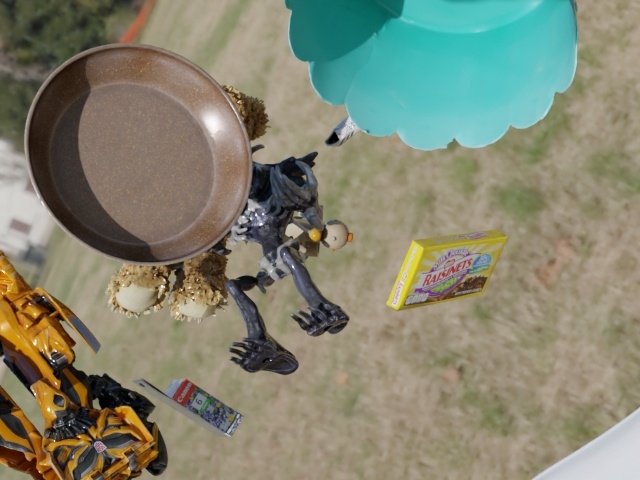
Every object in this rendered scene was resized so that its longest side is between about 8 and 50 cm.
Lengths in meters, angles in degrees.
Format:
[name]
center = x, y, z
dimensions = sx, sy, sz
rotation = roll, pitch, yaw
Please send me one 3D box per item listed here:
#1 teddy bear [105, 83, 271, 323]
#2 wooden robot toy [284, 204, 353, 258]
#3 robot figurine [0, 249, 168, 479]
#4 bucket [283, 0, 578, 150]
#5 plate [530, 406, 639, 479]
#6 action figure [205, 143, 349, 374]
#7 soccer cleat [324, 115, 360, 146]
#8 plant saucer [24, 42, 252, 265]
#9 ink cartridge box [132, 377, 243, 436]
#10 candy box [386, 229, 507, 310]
[teddy bear]
center = -0.181, -0.048, 1.536
dimensions = 0.113, 0.245, 0.338
rotation = -134, 40, -67
[wooden robot toy]
center = 0.000, 0.000, 1.374
dimensions = 0.173, 0.079, 0.076
rotation = -56, -30, -77
[robot figurine]
center = -0.278, 0.155, 1.119
dimensions = 0.211, 0.291, 0.085
rotation = -33, -16, -43
[bucket]
center = 0.114, -0.243, 1.102
dimensions = 0.281, 0.281, 0.183
rotation = -53, 13, 45
[plate]
center = 0.435, 0.357, 1.470
dimensions = 0.278, 0.277, 0.045
rotation = -31, -6, -12
[action figure]
center = -0.063, -0.013, 1.143
dimensions = 0.164, 0.141, 0.275
rotation = -28, 52, 8
[soccer cleat]
center = 0.039, -0.164, 1.696
dimensions = 0.083, 0.029, 0.036
rotation = -39, -10, 33
[plant saucer]
center = -0.156, -0.071, 0.991
dimensions = 0.036, 0.199, 0.198
rotation = -31, 38, 62
[ink cartridge box]
center = -0.143, 0.170, 1.241
dimensions = 0.029, 0.115, 0.063
rotation = -58, 12, -17
[candy box]
center = 0.183, 0.041, 1.648
dimensions = 0.027, 0.206, 0.105
rotation = 35, 117, 35
